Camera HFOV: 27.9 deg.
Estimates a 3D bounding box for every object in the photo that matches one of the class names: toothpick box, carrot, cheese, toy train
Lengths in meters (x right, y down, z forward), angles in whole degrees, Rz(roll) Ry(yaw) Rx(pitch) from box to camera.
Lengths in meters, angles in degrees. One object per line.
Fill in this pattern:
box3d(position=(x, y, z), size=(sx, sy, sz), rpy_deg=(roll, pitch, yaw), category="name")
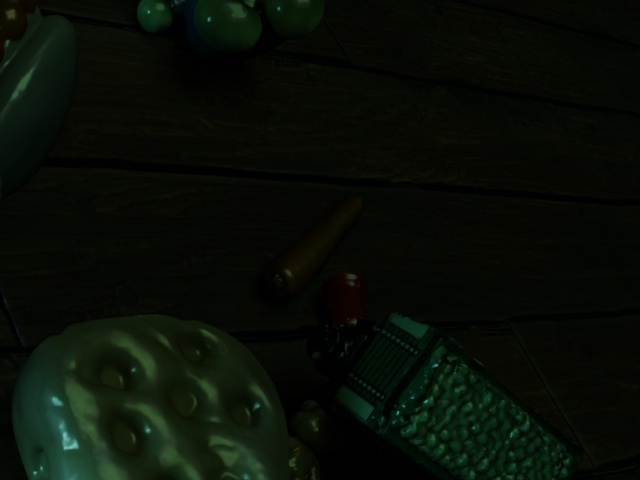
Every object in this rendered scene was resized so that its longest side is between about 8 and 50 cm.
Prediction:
box3d(position=(0.026, 0.076, 1.258), size=(0.047, 0.047, 0.083), rpy_deg=(26, 37, -27), category="toothpick box")
box3d(position=(0.000, 0.000, 1.323), size=(0.043, 0.043, 0.248), rpy_deg=(44, 31, 0), category="carrot")
box3d(position=(-0.126, 0.153, 0.937), size=(0.218, 0.117, 0.235), rpy_deg=(40, 33, -4), category="cheese")
box3d(position=(0.106, 0.150, 1.145), size=(0.269, 0.115, 0.154), rpy_deg=(40, -13, -32), category="toy train")

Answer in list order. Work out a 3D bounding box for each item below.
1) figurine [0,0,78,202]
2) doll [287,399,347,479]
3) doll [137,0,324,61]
box3d(position=(-0.377, -0.133, 0.954), size=(0.382, 0.205, 0.224), rpy_deg=(17, 40, -5), category="figurine")
box3d(position=(-0.017, 0.181, 1.086), size=(0.061, 0.051, 0.093), rpy_deg=(43, 33, -14), category="doll")
box3d(position=(-0.128, -0.335, 1.438), size=(0.199, 0.186, 0.321), rpy_deg=(-12, 77, -19), category="doll")
